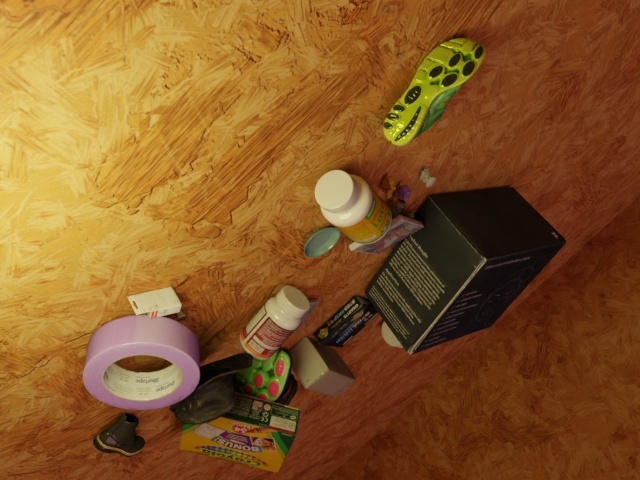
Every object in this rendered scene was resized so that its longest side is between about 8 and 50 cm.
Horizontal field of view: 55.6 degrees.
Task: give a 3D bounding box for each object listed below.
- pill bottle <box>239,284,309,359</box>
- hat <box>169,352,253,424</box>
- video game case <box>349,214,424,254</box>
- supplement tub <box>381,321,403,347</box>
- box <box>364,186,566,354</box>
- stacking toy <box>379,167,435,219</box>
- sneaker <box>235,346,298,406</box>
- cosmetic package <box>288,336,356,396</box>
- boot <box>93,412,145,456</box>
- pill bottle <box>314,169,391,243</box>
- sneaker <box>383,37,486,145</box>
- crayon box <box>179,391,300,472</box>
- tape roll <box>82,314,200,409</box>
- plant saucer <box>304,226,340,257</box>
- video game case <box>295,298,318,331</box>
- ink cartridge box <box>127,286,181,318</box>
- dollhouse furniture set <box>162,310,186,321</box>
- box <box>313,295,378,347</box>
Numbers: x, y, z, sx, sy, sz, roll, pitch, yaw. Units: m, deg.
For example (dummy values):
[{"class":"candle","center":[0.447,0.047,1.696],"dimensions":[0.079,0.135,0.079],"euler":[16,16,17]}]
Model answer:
[{"class":"pill bottle","center":[-0.136,0.245,1.816],"dimensions":[0.121,0.121,0.221],"euler":[9,128,-52]},{"class":"hat","center":[-0.332,0.442,1.725],"dimensions":[0.331,0.134,0.331],"euler":[-19,180,0]},{"class":"video game case","center":[0.203,-0.013,1.834],"dimensions":[0.183,0.023,0.201],"euler":[-32,163,22]},{"class":"supplement tub","center":[0.358,0.366,2.498],"dimensions":[0.200,0.144,0.144],"euler":[4,132,-49]},{"class":"box","center":[0.490,0.094,2.087],"dimensions":[0.480,0.297,0.471],"euler":[-8,142,-40]},{"class":"stacking toy","center":[0.221,-0.112,1.759],"dimensions":[0.167,0.052,0.221],"euler":[-15,146,-31]},{"class":"sneaker","center":[-0.181,0.498,2.130],"dimensions":[0.202,0.185,0.483],"euler":[-42,161,-40]},{"class":"cosmetic package","center":[0.005,0.477,2.268],"dimensions":[0.113,0.160,0.309],"euler":[-40,152,4]},{"class":"boot","center":[-0.592,0.605,1.908],"dimensions":[0.137,0.077,0.198],"euler":[-46,151,6]},{"class":"pill bottle","center":[0.082,-0.087,1.548],"dimensions":[0.136,0.136,0.246],"euler":[-41,151,8]},{"class":"sneaker","center":[0.259,-0.349,1.420],"dimensions":[0.295,0.109,0.123],"euler":[-47,172,15]},{"class":"crayon box","center":[-0.279,0.641,2.051],"dimensions":[0.363,0.106,0.313],"euler":[15,135,-4]},{"class":"tape roll","center":[-0.438,0.306,1.504],"dimensions":[0.275,0.090,0.274],"euler":[-5,133,-6]},{"class":"plant saucer","center":[0.000,0.000,1.707],"dimensions":[0.119,0.021,0.119],"euler":[-26,149,-17]},{"class":"video game case","center":[-0.096,0.251,1.974],"dimensions":[0.143,0.019,0.157],"euler":[-2,137,-45]},{"class":"ink cartridge box","center":[-0.400,0.153,1.457],"dimensions":[0.115,0.063,0.029],"euler":[-11,140,-37]},{"class":"dollhouse furniture set","center":[-0.392,0.259,1.602],"dimensions":[0.091,0.081,0.114],"euler":[-18,146,-30]},{"class":"box","center":[0.101,0.299,2.221],"dimensions":[0.220,0.051,0.175],"euler":[-44,150,13]}]
